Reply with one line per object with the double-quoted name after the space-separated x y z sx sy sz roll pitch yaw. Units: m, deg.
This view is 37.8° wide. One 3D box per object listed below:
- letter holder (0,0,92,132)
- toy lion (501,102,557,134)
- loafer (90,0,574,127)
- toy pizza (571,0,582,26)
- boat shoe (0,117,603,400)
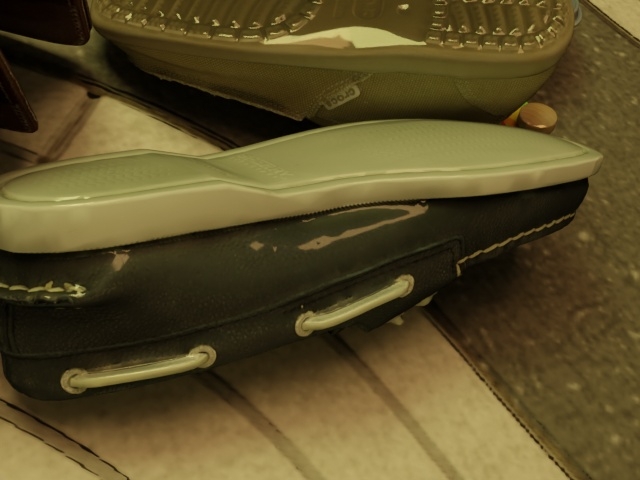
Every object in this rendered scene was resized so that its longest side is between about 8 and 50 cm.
-0.275 -0.105 0.409 0.302 0.214 0.152 16 79 -5 "letter holder"
0.090 -0.083 0.578 0.096 0.034 0.100 0 50 -9 "toy lion"
0.000 -0.106 0.525 0.269 0.092 0.102 10 55 13 "loafer"
0.079 -0.178 0.636 0.201 0.032 0.201 12 32 -8 "toy pizza"
0.000 0.000 0.436 0.303 0.091 0.114 -7 20 -22 "boat shoe"
